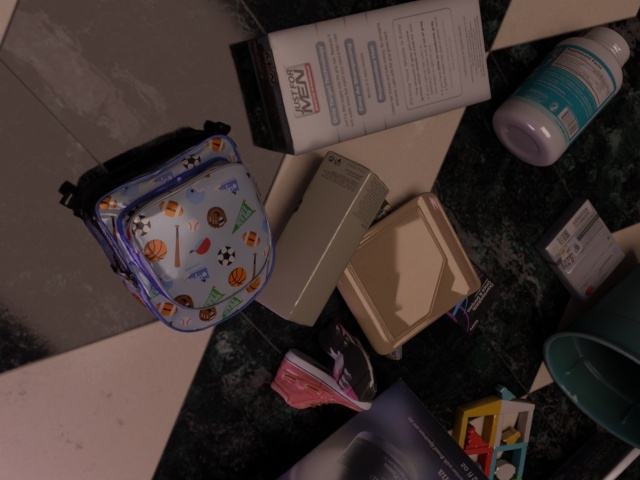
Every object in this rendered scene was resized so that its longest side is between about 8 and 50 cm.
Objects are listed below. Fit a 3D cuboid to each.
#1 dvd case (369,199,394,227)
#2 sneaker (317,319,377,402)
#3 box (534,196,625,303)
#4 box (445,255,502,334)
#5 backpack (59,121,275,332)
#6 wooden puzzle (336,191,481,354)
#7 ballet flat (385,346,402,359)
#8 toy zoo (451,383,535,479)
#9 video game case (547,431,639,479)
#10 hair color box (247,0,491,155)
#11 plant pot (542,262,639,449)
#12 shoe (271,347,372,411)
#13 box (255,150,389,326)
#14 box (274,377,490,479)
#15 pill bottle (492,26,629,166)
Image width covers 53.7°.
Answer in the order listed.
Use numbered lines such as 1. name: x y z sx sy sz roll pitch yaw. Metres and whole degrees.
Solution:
1. dvd case: 0.093 -0.040 1.152 0.087 0.013 0.119 -45 116 -8
2. sneaker: 0.063 0.213 1.112 0.072 0.178 0.077 -45 127 15
3. box: 0.559 0.022 1.356 0.145 0.038 0.186 -48 114 -7
4. box: 0.278 0.098 1.256 0.162 0.029 0.116 40 85 -27
5. backpack: -0.188 -0.004 0.941 0.276 0.213 0.263 -31 123 -18
6. wooden puzzle: 0.152 0.060 1.161 0.238 0.044 0.221 -32 104 -9
7. ballet flat: 0.140 0.174 1.209 0.041 0.041 0.114 0 101 -24
8. toy zoo: 0.367 0.451 1.374 0.192 0.030 0.293 1 101 -24
9. video game case: 0.609 0.510 1.420 0.190 0.173 0.022 -38 87 -11
10. hair color box: 0.088 -0.279 1.041 0.374 0.113 0.185 -19 108 -19
11. plant pot: 0.709 0.208 1.321 0.334 0.341 0.341 -42 115 -18
12. shoe: 0.000 0.270 1.120 0.178 0.063 0.081 30 94 13
13. box: 0.000 0.000 1.054 0.275 0.094 0.113 -59 154 -2
14. box: 0.127 0.462 1.104 0.294 0.296 0.183 -37 151 -12
15. pill bottle: 0.458 -0.276 1.184 0.264 0.146 0.146 -46 115 -8
